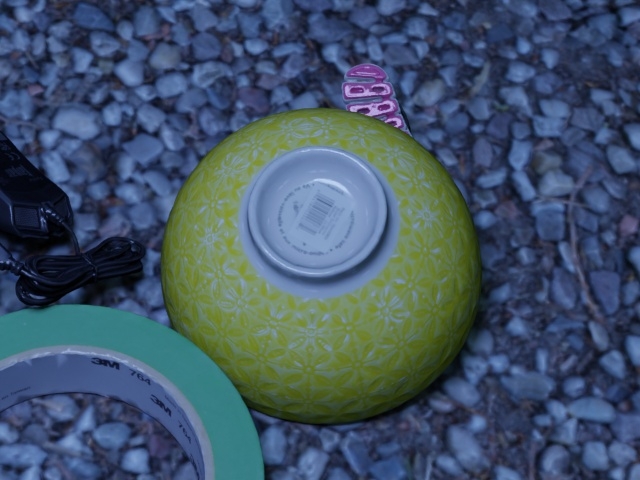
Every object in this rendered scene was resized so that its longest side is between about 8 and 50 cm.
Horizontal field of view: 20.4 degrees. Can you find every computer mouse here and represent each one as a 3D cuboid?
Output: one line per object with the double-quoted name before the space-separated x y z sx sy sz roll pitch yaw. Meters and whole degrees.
"computer mouse" -0.296 -0.025 1.571 0.262 0.060 0.184 38 24 13

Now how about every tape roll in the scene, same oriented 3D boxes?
"tape roll" -0.208 0.207 1.461 0.321 0.077 0.321 3 58 -5

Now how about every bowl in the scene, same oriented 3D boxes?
"bowl" 0.000 0.000 1.527 0.290 0.156 0.289 0 70 1

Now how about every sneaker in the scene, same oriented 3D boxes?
"sneaker" 0.065 -0.081 1.677 0.063 0.075 0.170 -19 83 5
